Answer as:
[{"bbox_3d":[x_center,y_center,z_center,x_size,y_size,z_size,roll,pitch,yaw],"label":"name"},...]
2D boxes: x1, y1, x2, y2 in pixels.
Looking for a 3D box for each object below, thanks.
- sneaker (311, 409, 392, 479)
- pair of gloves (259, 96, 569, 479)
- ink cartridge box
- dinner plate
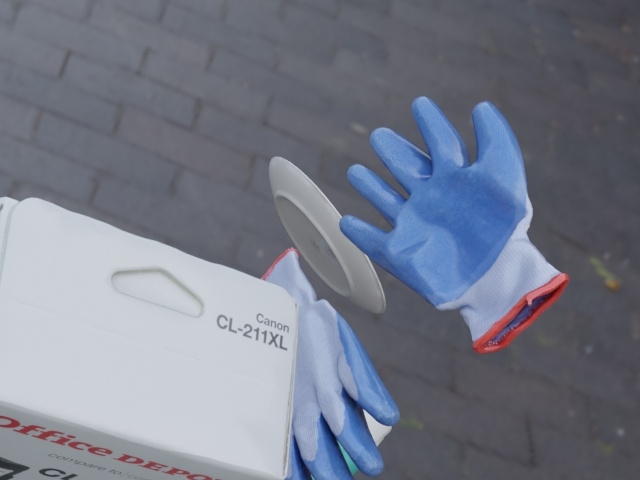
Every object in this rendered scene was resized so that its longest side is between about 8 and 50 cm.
[{"bbox_3d":[-0.075,0.170,1.200,0.124,0.178,0.295,46,-19,-12],"label":"sneaker"},{"bbox_3d":[0.021,0.029,0.747,0.023,0.198,0.159,34,17,-35],"label":"pair of gloves"},{"bbox_3d":[-0.110,0.059,0.625,0.127,0.175,0.072,21,61,-33],"label":"ink cartridge box"},{"bbox_3d":[0.000,0.000,1.254,0.017,0.141,0.141,-37,58,-14],"label":"dinner plate"}]
